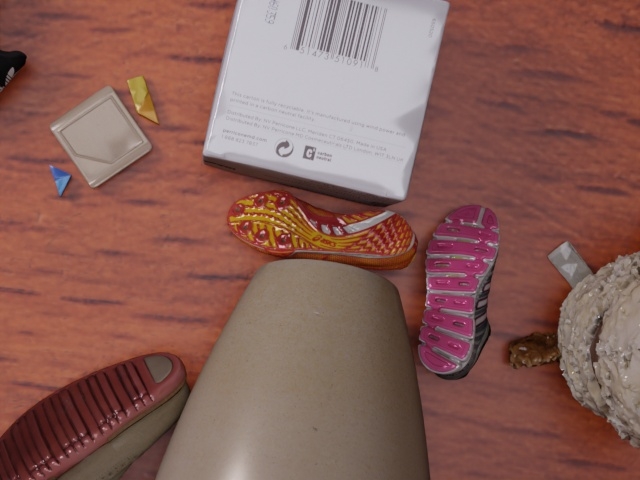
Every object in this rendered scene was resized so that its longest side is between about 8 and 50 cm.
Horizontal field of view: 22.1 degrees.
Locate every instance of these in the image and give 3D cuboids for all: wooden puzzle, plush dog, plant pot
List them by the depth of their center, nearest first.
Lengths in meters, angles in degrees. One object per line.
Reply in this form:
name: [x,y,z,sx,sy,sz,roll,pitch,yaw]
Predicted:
plant pot: [-0.015,0.164,1.384,0.256,0.256,0.274,9,71,-4]
plush dog: [0.282,0.091,1.395,0.211,0.225,0.262,0,89,-4]
wooden puzzle: [-0.197,-0.094,1.475,0.116,0.014,0.078,-28,86,-4]

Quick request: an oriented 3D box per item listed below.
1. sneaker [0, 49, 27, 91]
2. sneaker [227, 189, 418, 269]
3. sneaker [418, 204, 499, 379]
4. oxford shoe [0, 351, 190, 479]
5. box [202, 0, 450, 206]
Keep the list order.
sneaker: [-0.363,-0.253,1.426,0.121,0.108,0.302,-28,98,-5]
sneaker: [0.000,0.000,1.463,0.175,0.067,0.064,13,69,12]
sneaker: [0.125,0.051,1.472,0.063,0.075,0.170,6,65,13]
oxford shoe: [-0.238,0.234,1.425,0.348,0.123,0.130,-38,113,1]
box: [0.002,-0.136,1.436,0.181,0.119,0.182,13,88,-4]
